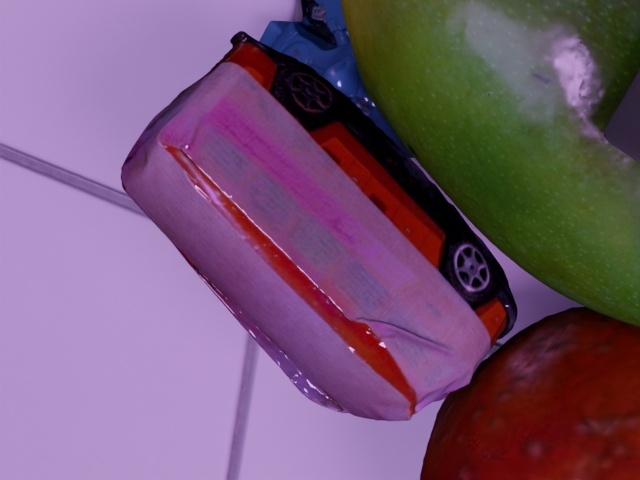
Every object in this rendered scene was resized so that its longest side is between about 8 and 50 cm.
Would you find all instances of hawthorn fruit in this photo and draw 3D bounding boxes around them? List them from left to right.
[{"bbox_3d":[0.195,0.206,0.953,0.287,0.330,0.287,5,107,17],"label":"hawthorn fruit"}]

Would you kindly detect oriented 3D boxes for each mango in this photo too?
[{"bbox_3d":[0.174,-0.096,0.917,0.225,0.201,0.382,-40,90,27],"label":"mango"}]

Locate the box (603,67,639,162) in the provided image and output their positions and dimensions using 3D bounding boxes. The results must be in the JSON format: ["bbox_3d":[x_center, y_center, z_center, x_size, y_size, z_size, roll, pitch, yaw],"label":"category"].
[{"bbox_3d":[0.336,-0.132,0.650,0.177,0.352,0.343,26,102,-15],"label":"box"}]

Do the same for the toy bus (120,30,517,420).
[{"bbox_3d":[0.000,0.000,0.956,0.302,0.147,0.127,47,146,-12],"label":"toy bus"}]

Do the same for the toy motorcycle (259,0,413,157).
[{"bbox_3d":[-0.003,-0.092,1.081,0.182,0.124,0.272,52,127,29],"label":"toy motorcycle"}]
